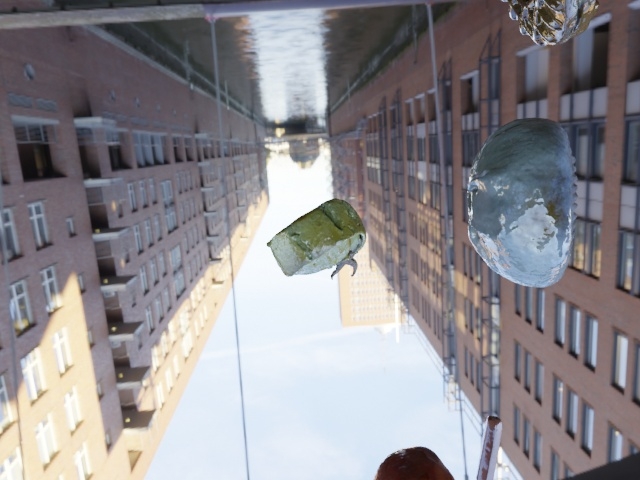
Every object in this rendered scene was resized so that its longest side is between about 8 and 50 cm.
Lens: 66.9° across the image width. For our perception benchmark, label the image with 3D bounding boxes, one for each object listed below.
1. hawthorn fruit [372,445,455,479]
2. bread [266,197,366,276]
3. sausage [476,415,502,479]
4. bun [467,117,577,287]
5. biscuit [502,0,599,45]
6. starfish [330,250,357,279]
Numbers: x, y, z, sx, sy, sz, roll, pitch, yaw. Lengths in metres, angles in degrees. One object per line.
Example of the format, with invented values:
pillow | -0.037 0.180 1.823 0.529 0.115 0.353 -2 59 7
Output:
hawthorn fruit | 0.204 0.568 1.025 0.205 0.204 0.253 -3 -164 6
bread | 0.000 0.000 0.627 0.118 0.064 0.156 -27 169 4
sausage | 0.319 0.398 0.914 0.030 0.146 0.035 7 -165 11
bun | 0.427 -0.077 1.044 0.212 0.361 0.362 -2 -169 18
biscuit | 0.419 -0.535 0.935 0.103 0.331 0.332 -24 -173 13
starfish | 0.046 0.046 0.971 0.078 0.091 0.028 11 -137 -31
